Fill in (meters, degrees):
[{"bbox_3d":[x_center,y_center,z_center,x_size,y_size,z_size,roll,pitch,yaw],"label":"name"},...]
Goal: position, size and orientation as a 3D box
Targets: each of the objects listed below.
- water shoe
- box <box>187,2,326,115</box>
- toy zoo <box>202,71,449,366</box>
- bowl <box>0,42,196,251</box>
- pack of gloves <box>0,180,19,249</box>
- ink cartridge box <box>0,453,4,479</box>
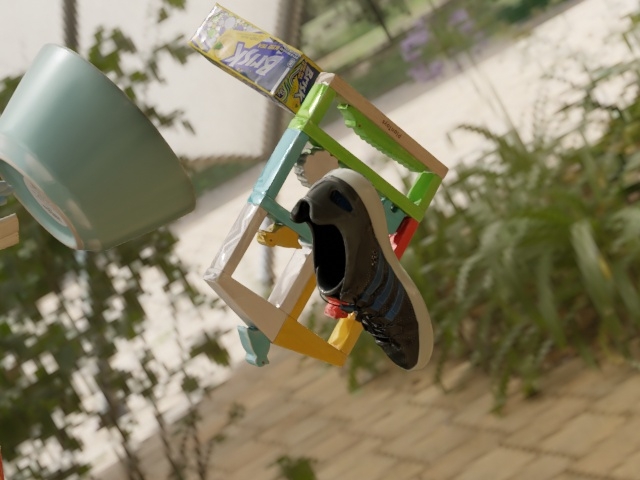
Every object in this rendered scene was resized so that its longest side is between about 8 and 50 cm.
[{"bbox_3d":[0.030,0.038,1.342,0.080,0.203,0.073,-36,22,-32],"label":"water shoe"},{"bbox_3d":[-0.070,-0.199,1.683,0.169,0.054,0.059,35,90,43],"label":"box"},{"bbox_3d":[0.000,0.000,1.583,0.030,0.192,0.293,15,73,54],"label":"toy zoo"},{"bbox_3d":[-0.338,-0.105,2.127,0.163,0.311,0.311,-43,11,-17],"label":"bowl"},{"bbox_3d":[-0.465,-0.013,1.763,0.232,0.046,0.195,-22,-19,-19],"label":"pack of gloves"},{"bbox_3d":[-0.292,0.126,1.158,0.060,0.239,0.275,-34,39,9],"label":"ink cartridge box"}]
